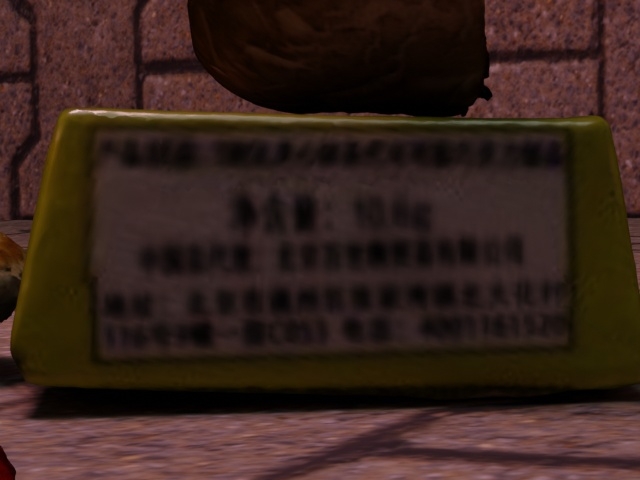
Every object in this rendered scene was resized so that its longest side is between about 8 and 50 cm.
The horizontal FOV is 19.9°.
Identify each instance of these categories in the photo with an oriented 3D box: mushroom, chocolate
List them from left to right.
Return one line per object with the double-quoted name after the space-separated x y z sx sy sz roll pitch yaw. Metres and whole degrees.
0.000 0.000 0.960 0.301 0.137 0.289 0 3 -3 "chocolate"
0.004 -0.133 0.966 0.151 0.156 0.285 -11 -9 -3 "mushroom"

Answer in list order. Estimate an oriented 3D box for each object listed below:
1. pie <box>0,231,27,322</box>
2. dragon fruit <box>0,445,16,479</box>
-0.276 0.029 0.987 0.248 0.090 0.201 -3 2 -6 "pie"
-0.184 0.075 0.538 0.092 0.122 0.192 -42 -8 20 "dragon fruit"
